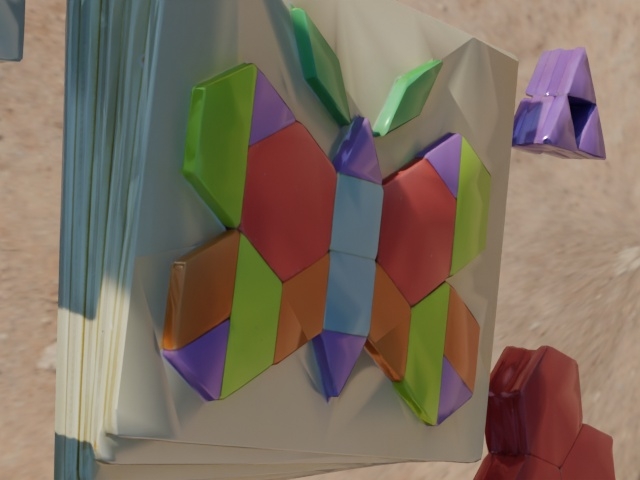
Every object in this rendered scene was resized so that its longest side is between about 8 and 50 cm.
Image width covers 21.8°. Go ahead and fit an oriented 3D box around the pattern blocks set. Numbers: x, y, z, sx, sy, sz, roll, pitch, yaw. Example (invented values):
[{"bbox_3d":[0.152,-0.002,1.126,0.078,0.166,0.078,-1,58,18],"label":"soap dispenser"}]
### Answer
[{"bbox_3d":[0.000,0.000,0.473,0.026,0.325,0.285,1,98,38],"label":"pattern blocks set"}]
